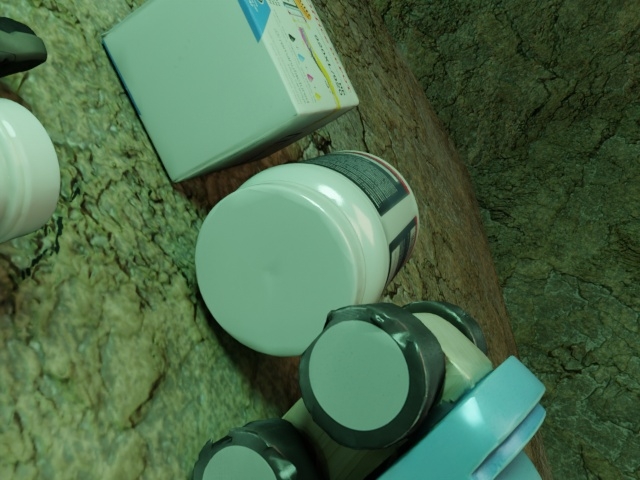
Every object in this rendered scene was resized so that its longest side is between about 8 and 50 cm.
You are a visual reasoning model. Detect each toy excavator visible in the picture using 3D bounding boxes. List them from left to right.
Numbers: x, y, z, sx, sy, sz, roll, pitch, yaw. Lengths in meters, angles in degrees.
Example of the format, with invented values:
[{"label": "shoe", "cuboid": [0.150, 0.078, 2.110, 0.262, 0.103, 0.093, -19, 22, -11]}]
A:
[{"label": "toy excavator", "cuboid": [0.091, 0.328, 0.446, 0.445, 0.433, 0.222, 47, 15, 24]}]

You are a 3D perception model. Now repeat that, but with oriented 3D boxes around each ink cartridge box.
[{"label": "ink cartridge box", "cuboid": [-0.086, -0.193, 0.626, 0.171, 0.168, 0.233, 64, 24, -7]}]

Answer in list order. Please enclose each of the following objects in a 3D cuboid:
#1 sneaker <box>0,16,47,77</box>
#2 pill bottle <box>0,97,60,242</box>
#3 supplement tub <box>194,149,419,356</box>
[{"label": "sneaker", "cuboid": [-0.270, -0.152, 0.304, 0.227, 0.087, 0.130, -28, 106, -61]}, {"label": "pill bottle", "cuboid": [-0.234, -0.023, 0.241, 0.117, 0.117, 0.208, 66, 24, -4]}, {"label": "supplement tub", "cuboid": [0.000, 0.000, 0.614, 0.191, 0.191, 0.272, 66, 24, -4]}]
